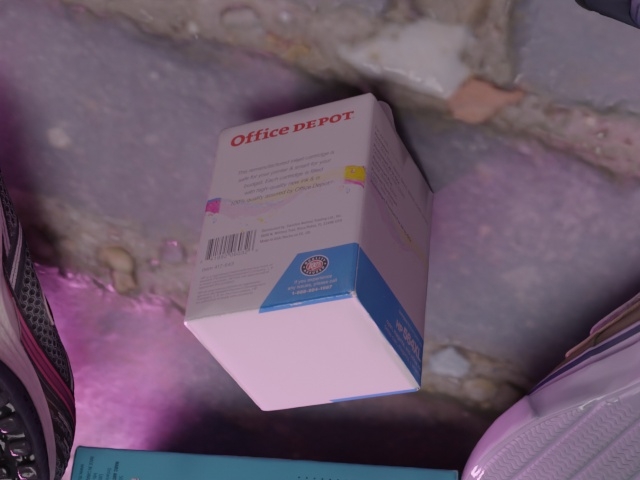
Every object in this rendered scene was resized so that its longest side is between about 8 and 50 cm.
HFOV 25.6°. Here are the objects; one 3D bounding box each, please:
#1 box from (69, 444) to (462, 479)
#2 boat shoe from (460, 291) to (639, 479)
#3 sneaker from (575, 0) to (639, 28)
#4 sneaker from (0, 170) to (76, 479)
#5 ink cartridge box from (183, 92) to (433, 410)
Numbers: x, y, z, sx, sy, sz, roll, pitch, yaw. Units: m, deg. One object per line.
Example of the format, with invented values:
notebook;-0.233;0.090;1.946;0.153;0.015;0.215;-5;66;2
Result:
box;-0.028;0.172;0.876;0.244;0.060;0.100;1;161;16
boat shoe;0.191;0.074;0.740;0.109;0.094;0.302;41;126;-8
sneaker;0.204;-0.103;0.596;0.148;0.131;0.350;-27;109;39
sneaker;-0.220;0.029;0.831;0.121;0.112;0.299;-3;112;12
ink cartridge box;0.000;0.000;0.723;0.092;0.143;0.090;-10;140;23
